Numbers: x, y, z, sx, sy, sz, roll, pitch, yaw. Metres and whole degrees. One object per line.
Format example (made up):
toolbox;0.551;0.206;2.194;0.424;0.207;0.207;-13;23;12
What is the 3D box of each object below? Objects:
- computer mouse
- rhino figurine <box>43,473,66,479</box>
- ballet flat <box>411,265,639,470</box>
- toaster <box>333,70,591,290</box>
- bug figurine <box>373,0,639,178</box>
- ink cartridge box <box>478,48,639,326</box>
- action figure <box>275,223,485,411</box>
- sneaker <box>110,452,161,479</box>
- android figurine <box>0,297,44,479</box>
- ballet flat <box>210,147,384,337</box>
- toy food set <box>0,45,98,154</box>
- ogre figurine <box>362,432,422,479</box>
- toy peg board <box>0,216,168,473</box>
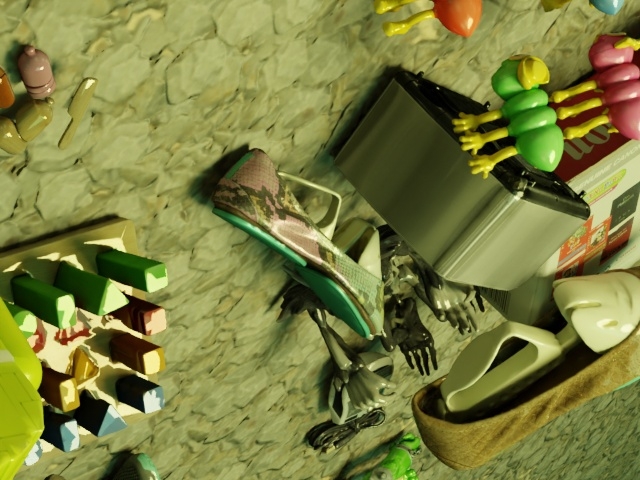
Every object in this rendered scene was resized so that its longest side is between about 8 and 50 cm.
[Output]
computer mouse;0.039;0.171;1.407;0.106;0.042;0.193;-25;152;-23
rhino figurine;-0.304;0.176;0.922;0.106;0.073;0.243;-20;159;23
ballet flat;0.232;0.107;1.256;0.342;0.116;0.124;-34;130;16
toaster;0.121;-0.052;1.076;0.110;0.168;0.186;-52;152;17
bug figurine;0.175;-0.165;0.972;0.279;0.216;0.072;-17;177;-41
ink cartridge box;0.301;-0.084;1.302;0.309;0.130;0.272;-33;151;-20
action figure;0.072;0.070;1.210;0.164;0.141;0.276;-40;155;18
sneaker;-0.207;0.273;1.204;0.076;0.065;0.166;-3;130;-46
android figurine;-0.249;0.056;0.634;0.248;0.273;0.056;-2;134;-54
ballet flat;0.000;0.000;1.039;0.221;0.077;0.079;42;78;-38
toy food set;-0.202;-0.089;0.770;0.122;0.019;0.078;3;127;-44
ogre figurine;0.054;0.341;1.605;0.197;0.097;0.118;-36;173;17
toy peg board;-0.176;0.084;0.895;0.161;0.079;0.160;-20;112;-37
